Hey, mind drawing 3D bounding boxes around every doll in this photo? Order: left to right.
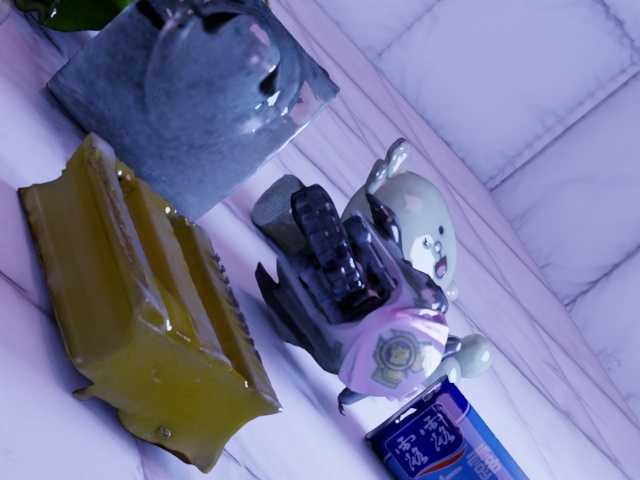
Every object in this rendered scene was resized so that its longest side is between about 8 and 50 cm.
[{"bbox_3d":[0.080,0.033,1.716,0.155,0.113,0.275,-37,117,-39],"label":"doll"}]

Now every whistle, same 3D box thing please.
[{"bbox_3d":[-0.102,-0.145,1.473,0.168,0.188,0.405,49,10,-8],"label":"whistle"}]

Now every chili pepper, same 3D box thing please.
[{"bbox_3d":[-0.227,-0.243,1.599,0.099,0.083,0.253,54,15,-5],"label":"chili pepper"}]

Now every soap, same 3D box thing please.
[{"bbox_3d":[-0.115,0.037,1.096,0.135,0.076,0.233,44,11,-33],"label":"soap"}]

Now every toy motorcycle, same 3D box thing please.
[{"bbox_3d":[0.043,0.076,1.498,0.188,0.143,0.327,58,-4,22],"label":"toy motorcycle"}]

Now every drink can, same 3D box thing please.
[{"bbox_3d":[0.146,0.236,1.469,0.235,0.097,0.097,52,10,7],"label":"drink can"}]

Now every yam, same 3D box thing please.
[{"bbox_3d":[0.000,0.000,1.750,0.169,0.068,0.068,43,12,-39],"label":"yam"}]

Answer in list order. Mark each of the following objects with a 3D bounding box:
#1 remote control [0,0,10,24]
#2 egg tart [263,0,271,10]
[{"bbox_3d":[-0.295,-0.216,1.326,0.122,0.032,0.074,42,13,-45],"label":"remote control"},{"bbox_3d":[-0.122,-0.328,1.551,0.295,0.116,0.295,50,-10,11],"label":"egg tart"}]
